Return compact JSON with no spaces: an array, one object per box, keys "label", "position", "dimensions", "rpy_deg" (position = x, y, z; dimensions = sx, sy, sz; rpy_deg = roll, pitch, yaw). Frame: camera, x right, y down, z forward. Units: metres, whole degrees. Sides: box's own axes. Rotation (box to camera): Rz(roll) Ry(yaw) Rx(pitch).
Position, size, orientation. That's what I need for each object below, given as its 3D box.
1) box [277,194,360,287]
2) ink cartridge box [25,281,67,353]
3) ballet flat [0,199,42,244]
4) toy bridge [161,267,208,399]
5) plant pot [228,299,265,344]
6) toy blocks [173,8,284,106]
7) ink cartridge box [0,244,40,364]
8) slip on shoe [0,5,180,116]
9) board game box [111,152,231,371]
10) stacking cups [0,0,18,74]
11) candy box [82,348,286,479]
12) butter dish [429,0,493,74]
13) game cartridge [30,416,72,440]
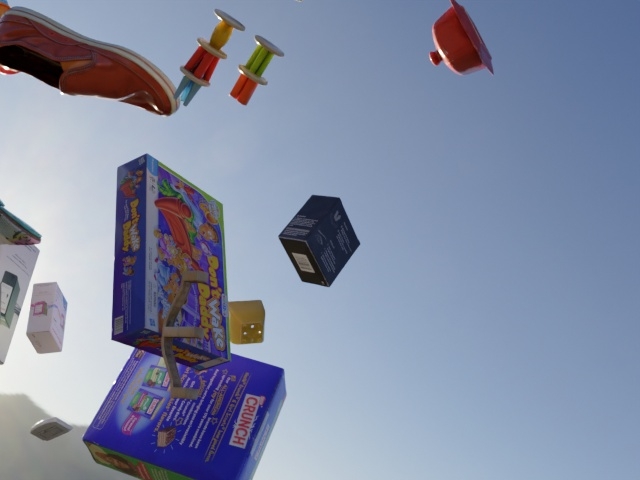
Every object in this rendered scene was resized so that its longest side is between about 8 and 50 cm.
[{"label":"box","position":[0.000,0.000,1.735],"dimensions":[0.093,0.158,0.156],"rpy_deg":[9,-42,38]},{"label":"ink cartridge box","position":[-0.564,0.161,1.493],"dimensions":[0.052,0.122,0.088],"rpy_deg":[-4,-36,-3]},{"label":"ballet flat","position":[-0.607,-0.044,1.339],"dimensions":[0.221,0.079,0.077],"rpy_deg":[40,-9,17]},{"label":"toy bridge","position":[-0.199,0.132,1.040],"dimensions":[0.063,0.188,0.026],"rpy_deg":[-5,-15,31]},{"label":"plant pot","position":[-0.154,0.179,1.517],"dimensions":[0.081,0.082,0.083],"rpy_deg":[-2,18,-19]},{"label":"toy blocks","position":[-0.143,-0.251,1.087],"dimensions":[0.123,0.148,0.054],"rpy_deg":[31,19,-17]},{"label":"ink cartridge box","position":[-0.763,0.121,1.558],"dimensions":[0.211,0.289,0.121],"rpy_deg":[-5,-34,14]},{"label":"slip on shoe","position":[-0.396,-0.281,1.220],"dimensions":[0.331,0.101,0.123],"rpy_deg":[23,-28,-4]},{"label":"board game box","position":[-0.274,0.044,1.344],"dimensions":[0.078,0.347,0.233],"rpy_deg":[-21,-31,23]},{"label":"stacking cups","position":[-0.658,-0.468,1.444],"dimensions":[0.316,0.096,0.096],"rpy_deg":[62,-19,16]},{"label":"candy box","position":[-0.258,0.350,1.437],"dimensions":[0.317,0.268,0.122],"rpy_deg":[14,-37,15]},{"label":"butter dish","position":[0.298,-0.430,1.604],"dimensions":[0.118,0.160,0.160],"rpy_deg":[-27,-18,20]},{"label":"game cartridge","position":[-0.601,0.418,1.605],"dimensions":[0.083,0.017,0.056],"rpy_deg":[-25,-46,20]}]
